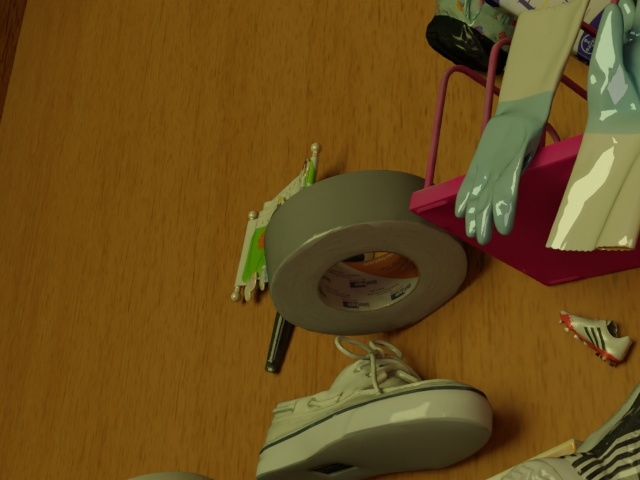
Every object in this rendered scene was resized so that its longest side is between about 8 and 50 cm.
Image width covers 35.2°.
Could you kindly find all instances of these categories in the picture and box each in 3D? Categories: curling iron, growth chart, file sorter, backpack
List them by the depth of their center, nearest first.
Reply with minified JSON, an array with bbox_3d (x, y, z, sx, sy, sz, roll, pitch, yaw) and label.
[{"bbox_3d":[0.262,-0.100,0.909,0.290,0.202,0.182,-18,54,49],"label":"file sorter"},{"bbox_3d":[0.206,-0.291,1.168,0.182,0.115,0.152,-59,26,5],"label":"backpack"},{"bbox_3d":[-0.027,0.049,1.371,0.068,0.035,0.274,18,86,57],"label":"curling iron"},{"bbox_3d":[-0.064,-0.015,1.439,0.237,0.021,0.172,-41,36,51],"label":"growth chart"}]

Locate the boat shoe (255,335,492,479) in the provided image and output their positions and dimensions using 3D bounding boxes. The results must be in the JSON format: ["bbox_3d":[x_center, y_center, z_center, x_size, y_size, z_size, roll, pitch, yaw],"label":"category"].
[{"bbox_3d":[0.054,0.175,1.116,0.367,0.136,0.156,-35,41,53],"label":"boat shoe"}]

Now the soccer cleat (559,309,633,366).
[{"bbox_3d":[0.261,0.086,0.957,0.035,0.029,0.083,-52,39,7],"label":"soccer cleat"}]

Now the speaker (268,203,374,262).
[{"bbox_3d":[0.000,0.000,1.270,0.055,0.136,0.055,-31,47,41],"label":"speaker"}]

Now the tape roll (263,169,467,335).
[{"bbox_3d":[0.049,0.019,1.118,0.219,0.219,0.072,-40,44,35],"label":"tape roll"}]

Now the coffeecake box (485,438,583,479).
[{"bbox_3d":[0.205,0.289,0.877,0.142,0.068,0.185,-37,44,37],"label":"coffeecake box"}]

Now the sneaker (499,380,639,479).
[{"bbox_3d":[0.243,0.185,0.719,0.137,0.210,0.366,39,89,34],"label":"sneaker"}]

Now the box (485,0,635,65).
[{"bbox_3d":[0.261,-0.272,1.055,0.126,0.137,0.072,-59,-5,13],"label":"box"}]

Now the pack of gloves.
[{"bbox_3d":[0.185,-0.107,0.792,0.195,0.046,0.232,0,67,55],"label":"pack of gloves"}]

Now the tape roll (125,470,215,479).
[{"bbox_3d":[-0.184,0.420,1.189,0.246,0.246,0.169,-56,36,17],"label":"tape roll"}]
